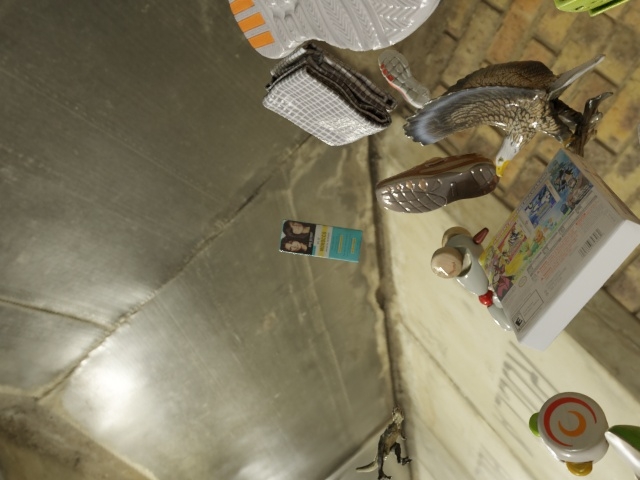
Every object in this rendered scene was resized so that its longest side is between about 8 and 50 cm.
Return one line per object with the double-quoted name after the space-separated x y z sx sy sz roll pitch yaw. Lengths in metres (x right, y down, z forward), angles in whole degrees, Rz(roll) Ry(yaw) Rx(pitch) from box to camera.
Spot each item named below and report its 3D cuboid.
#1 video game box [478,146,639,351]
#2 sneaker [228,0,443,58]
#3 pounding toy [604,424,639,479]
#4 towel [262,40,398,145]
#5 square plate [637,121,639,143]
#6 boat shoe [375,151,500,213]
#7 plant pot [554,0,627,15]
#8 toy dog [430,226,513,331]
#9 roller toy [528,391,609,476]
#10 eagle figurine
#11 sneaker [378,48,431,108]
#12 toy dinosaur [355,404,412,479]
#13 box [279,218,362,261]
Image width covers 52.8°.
0.302 0.009 0.841 0.048 0.187 0.205 19 121 -20 "video game box"
0.044 -0.270 0.609 0.180 0.321 0.125 -38 119 -18 "sneaker"
0.661 0.414 1.226 0.110 0.183 0.237 -41 119 -4 "pounding toy"
0.014 -0.352 1.614 0.283 0.235 0.121 28 74 -24 "towel"
0.733 -0.075 1.056 0.347 0.344 0.049 -8 158 26 "square plate"
0.306 -0.159 1.719 0.324 0.116 0.123 -9 130 4 "boat shoe"
0.747 -0.732 1.688 0.207 0.228 0.227 0 169 -41 "plant pot"
0.445 0.081 1.698 0.333 0.220 0.161 32 132 -26 "toy dog"
0.739 0.552 1.873 0.191 0.209 0.146 -41 137 -4 "roller toy"
0.318 -0.222 1.106 0.225 0.298 0.226 -61 161 -9 "eagle figurine"
0.178 -0.340 1.395 0.061 0.158 0.065 -34 170 0 "sneaker"
0.175 0.556 1.688 0.064 0.118 0.268 15 116 -24 "toy dinosaur"
0.000 0.000 1.964 0.060 0.244 0.100 -169 -94 -87 "box"
